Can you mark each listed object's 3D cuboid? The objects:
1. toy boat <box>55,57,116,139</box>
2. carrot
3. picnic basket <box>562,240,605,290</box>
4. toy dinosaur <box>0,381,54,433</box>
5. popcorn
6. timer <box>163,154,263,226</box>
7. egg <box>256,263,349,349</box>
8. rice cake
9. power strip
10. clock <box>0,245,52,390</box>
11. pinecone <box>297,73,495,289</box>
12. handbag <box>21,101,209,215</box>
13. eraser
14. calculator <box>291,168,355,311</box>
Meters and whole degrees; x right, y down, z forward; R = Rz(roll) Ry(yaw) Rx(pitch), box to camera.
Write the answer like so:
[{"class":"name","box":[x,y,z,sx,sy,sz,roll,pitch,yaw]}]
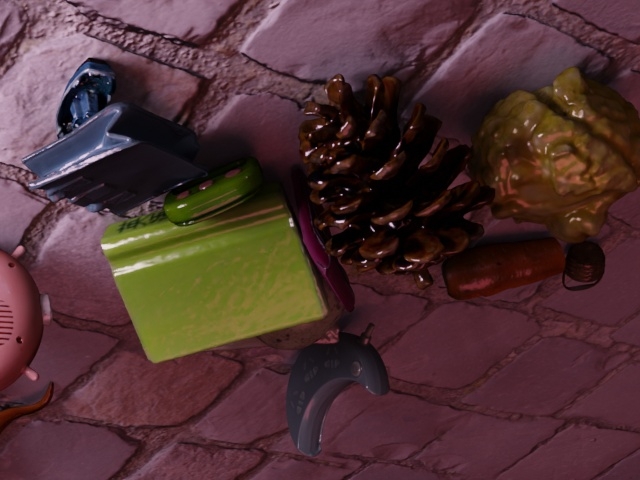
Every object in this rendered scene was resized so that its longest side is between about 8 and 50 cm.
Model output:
[{"class":"toy boat","box":[-0.292,-0.165,1.688,0.060,0.061,0.137,10,140,-30]},{"class":"carrot","box":[0.289,0.041,2.161,0.193,0.087,0.087,-14,146,-3]},{"class":"picnic basket","box":[0.429,0.049,2.227,0.072,0.072,0.083,-8,132,-8]},{"class":"toy dinosaur","box":[-0.623,0.378,2.316,0.208,0.097,0.432,-1,150,-41]},{"class":"popcorn","box":[0.326,-0.119,1.862,0.256,0.195,0.255,-13,136,-1]},{"class":"timer","box":[-0.141,-0.065,1.827,0.140,0.128,0.047,-24,104,2]},{"class":"egg","box":[-0.034,0.088,2.063,0.181,0.141,0.141,-35,140,30]},{"class":"rice cake","box":[-0.093,0.145,2.198,0.256,0.057,0.052,-3,146,-15]},{"class":"power strip","box":[0.024,0.233,2.266,0.054,0.168,0.253,7,137,-38]},{"class":"clock","box":[-0.487,0.104,1.852,0.241,0.227,0.142,-5,159,-12]},{"class":"pinecone","box":[0.091,-0.081,1.782,0.244,0.244,0.309,-21,114,11]},{"class":"handbag","box":[-0.260,-0.096,1.740,0.179,0.062,0.229,-24,165,17]},{"class":"eraser","box":[-0.144,0.042,1.930,0.274,0.092,0.210,-17,111,9]},{"class":"calculator","box":[0.000,0.000,1.905,0.034,0.191,0.127,-23,144,7]}]
